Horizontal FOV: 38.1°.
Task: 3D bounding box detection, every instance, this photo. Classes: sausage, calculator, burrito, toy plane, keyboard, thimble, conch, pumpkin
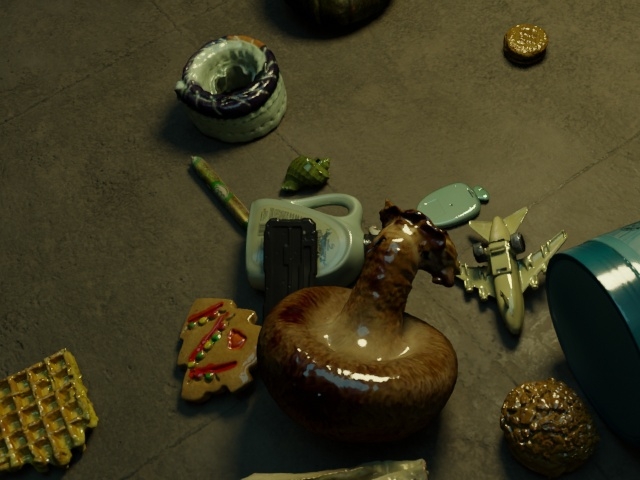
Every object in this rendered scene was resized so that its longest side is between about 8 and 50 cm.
[{"bbox_3d":[-0.207,-0.101,1.968,0.033,0.033,0.269,-33,55,-14],"label":"sausage"},{"bbox_3d":[0.266,-0.073,1.865,0.153,0.021,0.095,-24,53,-3],"label":"calculator"},{"bbox_3d":[0.022,0.437,1.458,0.332,0.190,0.135,-3,18,5],"label":"burrito"},{"bbox_3d":[0.342,0.053,1.717,0.242,0.104,0.256,-14,44,19],"label":"toy plane"},{"bbox_3d":[-0.056,0.088,1.724,0.106,0.016,0.262,0,88,12],"label":"keyboard"},{"bbox_3d":[-0.199,-0.334,2.069,0.237,0.150,0.237,-5,55,8],"label":"thimble"},{"bbox_3d":[-0.030,-0.144,1.958,0.121,0.074,0.089,-32,21,8],"label":"conch"},{"bbox_3d":[0.041,-0.651,2.231,0.321,0.192,0.320,-5,51,6],"label":"pumpkin"}]

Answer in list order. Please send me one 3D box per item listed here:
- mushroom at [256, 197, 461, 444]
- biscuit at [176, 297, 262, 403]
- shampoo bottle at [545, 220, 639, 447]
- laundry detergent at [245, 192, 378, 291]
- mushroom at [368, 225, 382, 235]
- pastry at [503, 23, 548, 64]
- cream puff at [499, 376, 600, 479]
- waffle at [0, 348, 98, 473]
[{"bbox_3d":[0.086,0.162,1.541,0.331,0.356,0.334,46,36,17],"label":"mushroom"},{"bbox_3d":[-0.191,0.189,1.723,0.212,0.041,0.238,-37,50,3],"label":"biscuit"},{"bbox_3d":[0.590,0.114,1.475,0.343,0.331,0.331,-20,53,-7],"label":"shampoo bottle"},{"bbox_3d":[0.000,0.000,1.807,0.281,0.105,0.214,-5,57,9],"label":"laundry detergent"},{"bbox_3d":[0.146,-0.014,1.845,0.101,0.019,0.049,4,56,11],"label":"mushroom"},{"bbox_3d":[0.461,-0.442,2.084,0.097,0.057,0.109,4,57,7],"label":"pastry"},{"bbox_3d":[0.372,0.299,1.510,0.165,0.115,0.150,21,64,22],"label":"cream puff"},{"bbox_3d":[-0.523,0.338,1.686,0.229,0.057,0.219,-28,54,-10],"label":"waffle"}]
